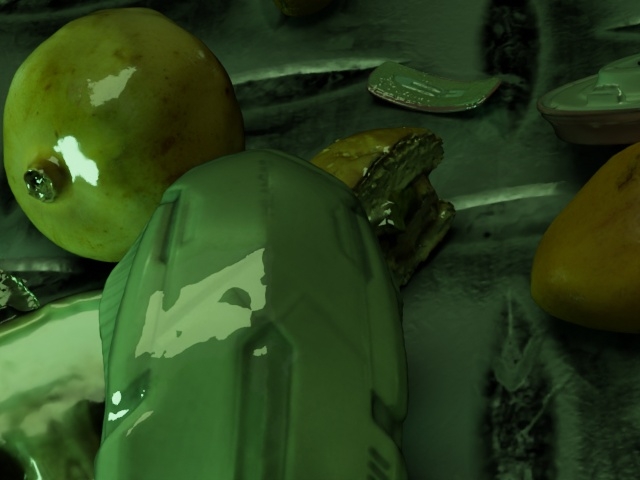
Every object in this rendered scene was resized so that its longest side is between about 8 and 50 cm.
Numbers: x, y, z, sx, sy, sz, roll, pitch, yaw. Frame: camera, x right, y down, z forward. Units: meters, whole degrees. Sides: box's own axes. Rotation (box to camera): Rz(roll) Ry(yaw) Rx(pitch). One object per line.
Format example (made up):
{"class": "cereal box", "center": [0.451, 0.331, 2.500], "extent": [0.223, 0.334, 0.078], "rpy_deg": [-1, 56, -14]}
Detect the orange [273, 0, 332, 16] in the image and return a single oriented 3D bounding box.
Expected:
{"class": "orange", "center": [-0.017, -0.278, 1.677], "extent": [0.085, 0.085, 0.085], "rpy_deg": [-11, 41, 9]}

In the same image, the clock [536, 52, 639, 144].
{"class": "clock", "center": [0.304, -0.131, 1.327], "extent": [0.244, 0.056, 0.244], "rpy_deg": [-10, 11, 2]}

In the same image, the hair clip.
{"class": "hair clip", "center": [0.109, -0.148, 1.523], "extent": [0.137, 0.022, 0.054], "rpy_deg": [11, 48, 31]}

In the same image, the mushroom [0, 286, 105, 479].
{"class": "mushroom", "center": [-0.215, 0.177, 1.211], "extent": [0.344, 0.130, 0.247], "rpy_deg": [-39, 68, -18]}

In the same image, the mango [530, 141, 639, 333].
{"class": "mango", "center": [0.279, -0.009, 1.221], "extent": [0.252, 0.126, 0.154], "rpy_deg": [-23, 60, 8]}

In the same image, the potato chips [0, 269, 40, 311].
{"class": "potato chips", "center": [-0.317, 0.112, 1.329], "extent": [0.202, 0.029, 0.220], "rpy_deg": [31, 56, 10]}

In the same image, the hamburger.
{"class": "hamburger", "center": [0.000, 0.000, 1.319], "extent": [0.131, 0.124, 0.262], "rpy_deg": [22, 54, 39]}

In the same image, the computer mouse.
{"class": "computer mouse", "center": [-0.048, 0.114, 1.099], "extent": [0.228, 0.145, 0.429], "rpy_deg": [4, 67, -5]}

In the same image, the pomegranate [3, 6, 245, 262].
{"class": "pomegranate", "center": [-0.174, -0.093, 1.426], "extent": [0.233, 0.233, 0.233], "rpy_deg": [-11, 41, 9]}
